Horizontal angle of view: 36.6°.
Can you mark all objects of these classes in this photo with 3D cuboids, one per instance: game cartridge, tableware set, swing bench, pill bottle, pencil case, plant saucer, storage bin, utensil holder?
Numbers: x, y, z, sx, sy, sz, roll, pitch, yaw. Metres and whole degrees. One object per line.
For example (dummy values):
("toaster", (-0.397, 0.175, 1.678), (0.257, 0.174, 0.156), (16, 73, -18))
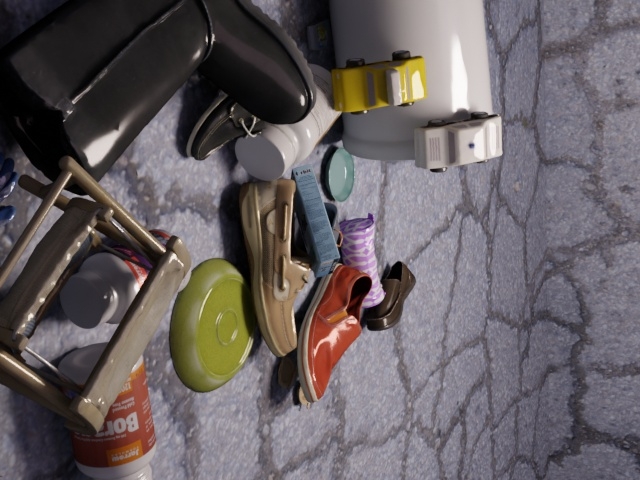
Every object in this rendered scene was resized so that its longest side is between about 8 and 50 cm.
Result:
("game cartridge", (-0.001, -0.416, 1.963), (0.083, 0.017, 0.055), (-40, 132, -52))
("tableware set", (-0.036, 0.259, 2.000), (0.168, 0.020, 0.141), (54, 49, -51))
("swing bench", (-0.309, 0.077, 1.211), (0.255, 0.165, 0.253), (39, 63, -27))
("pill bottle", (-0.305, 0.267, 1.408), (0.121, 0.121, 0.216), (-33, 122, -55))
("pencil case", (0.094, 0.049, 2.130), (0.088, 0.086, 0.206), (-21, 119, -21))
("plant saucer", (-0.177, 0.151, 1.709), (0.241, 0.037, 0.240), (-13, 105, -59))
("pill bottle", (-0.058, -0.214, 1.771), (0.229, 0.131, 0.131), (-55, 140, -42))
("pill bottle", (-0.287, 0.059, 1.421), (0.193, 0.108, 0.108), (-32, 121, -56))
("plant saucer", (0.039, -0.141, 2.070), (0.119, 0.021, 0.119), (-13, 105, -60))
("storage bin", (0.000, 0.000, 1.959), (0.091, 0.098, 0.135), (55, 47, -64))
("utensil holder", (0.181, -0.396, 1.984), (0.327, 0.328, 0.385), (-39, 126, -52))

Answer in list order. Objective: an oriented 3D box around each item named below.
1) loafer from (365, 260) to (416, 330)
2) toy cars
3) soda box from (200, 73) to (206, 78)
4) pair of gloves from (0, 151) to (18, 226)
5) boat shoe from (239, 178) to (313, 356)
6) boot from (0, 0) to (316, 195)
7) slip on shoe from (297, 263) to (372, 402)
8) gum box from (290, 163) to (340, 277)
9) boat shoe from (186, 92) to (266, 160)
("loafer", (0.155, 0.128, 2.281), (0.078, 0.080, 0.220), (65, 35, -28))
("toy cars", (0.199, -0.235, 1.812), (0.394, 0.087, 0.176), (31, 93, -27))
("soda box", (-0.137, -0.301, 1.688), (0.169, 0.060, 0.053), (-9, 106, -60))
("pair of gloves", (-0.449, -0.073, 1.197), (0.198, 0.023, 0.159), (59, 45, -46))
("boat shoe", (-0.070, 0.055, 1.776), (0.121, 0.110, 0.340), (-84, 167, -69))
("boot", (-0.222, -0.214, 1.387), (0.367, 0.146, 0.445), (49, 42, -15))
("slip on shoe", (0.029, 0.184, 1.990), (0.123, 0.101, 0.331), (70, 31, -44))
("gum box", (-0.014, -0.033, 1.825), (0.157, 0.041, 0.184), (109, -34, -77))
("boat shoe", (-0.130, -0.211, 1.636), (0.233, 0.079, 0.084), (-43, 158, -22))
